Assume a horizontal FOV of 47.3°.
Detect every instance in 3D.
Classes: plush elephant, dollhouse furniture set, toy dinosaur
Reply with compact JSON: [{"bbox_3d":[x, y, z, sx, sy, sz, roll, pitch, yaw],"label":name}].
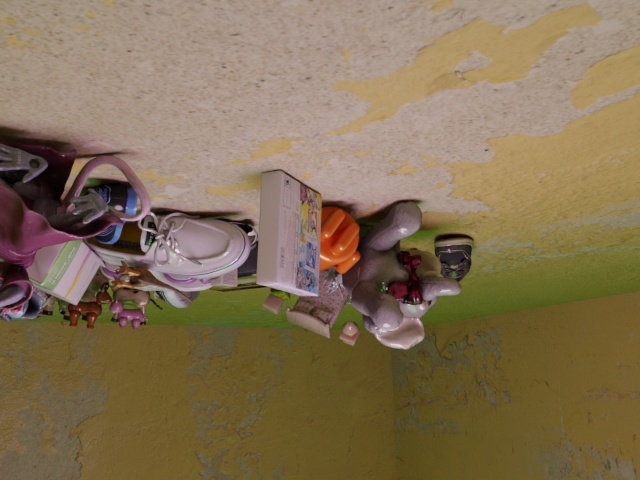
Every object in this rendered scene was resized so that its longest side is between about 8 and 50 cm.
[{"bbox_3d":[0.187,0.098,1.648,0.255,0.272,0.330,16,163,-24],"label":"plush elephant"},{"bbox_3d":[0.057,0.098,2.038,0.355,0.303,0.174,20,146,20],"label":"dollhouse furniture set"},{"bbox_3d":[-0.373,0.079,1.547,0.211,0.064,0.112,15,-175,40],"label":"toy dinosaur"}]

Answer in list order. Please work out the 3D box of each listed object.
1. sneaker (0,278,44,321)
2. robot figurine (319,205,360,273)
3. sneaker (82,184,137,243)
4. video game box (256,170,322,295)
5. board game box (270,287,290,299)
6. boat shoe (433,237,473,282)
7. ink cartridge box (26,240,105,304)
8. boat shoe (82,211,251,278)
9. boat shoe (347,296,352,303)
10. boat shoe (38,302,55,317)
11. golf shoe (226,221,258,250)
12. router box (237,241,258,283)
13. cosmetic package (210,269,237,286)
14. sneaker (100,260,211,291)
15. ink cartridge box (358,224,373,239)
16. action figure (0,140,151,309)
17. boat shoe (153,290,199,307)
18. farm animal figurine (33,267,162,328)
[{"bbox_3d":[-0.627,0.099,1.415,0.125,0.104,0.262,19,174,12],"label":"sneaker"},{"bbox_3d":[0.001,0.002,1.581,0.158,0.128,0.219,4,167,-25],"label":"robot figurine"},{"bbox_3d":[-0.422,-0.054,1.409,0.090,0.081,0.232,8,158,-27],"label":"sneaker"},{"bbox_3d":[-0.055,-0.008,1.361,0.048,0.205,0.187,-3,168,25],"label":"video game box"},{"bbox_3d":[-0.121,0.126,2.216,0.043,0.092,0.181,-3,168,2],"label":"board game box"},{"bbox_3d":[0.358,0.055,1.951,0.103,0.092,0.285,-4,168,10],"label":"boat shoe"},{"bbox_3d":[-0.581,0.029,1.495,0.207,0.119,0.353,26,167,1],"label":"ink cartridge box"},{"bbox_3d":[-0.339,-0.006,1.548,0.367,0.136,0.156,5,167,15],"label":"boat shoe"},{"bbox_3d":[0.127,0.142,2.302,0.341,0.127,0.158,10,171,-15],"label":"boat shoe"},{"bbox_3d":[-0.920,0.198,2.390,0.123,0.116,0.324,4,166,-25],"label":"boat shoe"},{"bbox_3d":[-0.240,-0.012,1.644,0.198,0.077,0.094,-9,163,-10],"label":"golf shoe"},{"bbox_3d":[-0.213,0.077,2.008,0.309,0.081,0.243,-8,166,28],"label":"router box"},{"bbox_3d":[-0.243,0.059,1.844,0.041,0.115,0.060,-10,164,38],"label":"cosmetic package"},{"bbox_3d":[-0.409,0.077,1.918,0.305,0.114,0.152,7,162,7],"label":"sneaker"},{"bbox_3d":[0.037,0.010,1.805,0.171,0.056,0.235,6,163,-34],"label":"ink cartridge box"},{"bbox_3d":[-0.507,-0.029,1.206,0.276,0.248,0.370,-26,171,-47],"label":"action figure"},{"bbox_3d":[-0.437,0.140,2.140,0.119,0.121,0.335,-2,174,1],"label":"boat shoe"},{"bbox_3d":[-0.673,0.152,2.147,0.327,0.172,0.330,8,178,14],"label":"farm animal figurine"}]
